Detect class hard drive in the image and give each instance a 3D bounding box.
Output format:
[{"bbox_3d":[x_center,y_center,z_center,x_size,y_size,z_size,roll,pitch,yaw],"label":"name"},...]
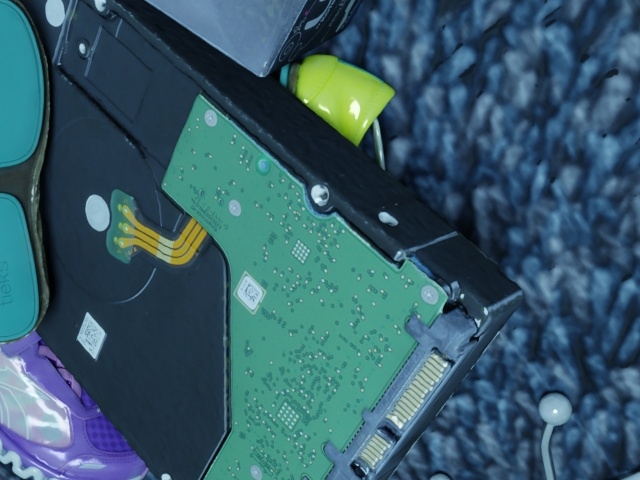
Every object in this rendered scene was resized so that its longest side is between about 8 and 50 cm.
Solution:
[{"bbox_3d":[-0.079,0.011,0.484,0.339,0.064,0.236,42,123,23],"label":"hard drive"}]

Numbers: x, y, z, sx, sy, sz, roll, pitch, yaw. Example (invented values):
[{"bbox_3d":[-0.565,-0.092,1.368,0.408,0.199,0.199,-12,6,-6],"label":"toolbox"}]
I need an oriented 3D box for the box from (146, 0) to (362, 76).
[{"bbox_3d":[-0.069,-0.222,0.394,0.247,0.142,0.163,34,120,1],"label":"box"}]

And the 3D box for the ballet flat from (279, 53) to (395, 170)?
[{"bbox_3d":[0.000,0.000,0.517,0.077,0.077,0.230,8,115,-3],"label":"ballet flat"}]

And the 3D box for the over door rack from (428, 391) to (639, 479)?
[{"bbox_3d":[0.185,0.179,0.441,0.324,0.239,0.108,-24,110,27],"label":"over door rack"}]

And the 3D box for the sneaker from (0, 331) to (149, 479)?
[{"bbox_3d":[-0.221,0.098,0.626,0.236,0.095,0.104,33,112,3],"label":"sneaker"}]

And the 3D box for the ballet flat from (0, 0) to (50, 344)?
[{"bbox_3d":[-0.199,-0.042,0.485,0.067,0.073,0.206,25,113,56],"label":"ballet flat"}]
